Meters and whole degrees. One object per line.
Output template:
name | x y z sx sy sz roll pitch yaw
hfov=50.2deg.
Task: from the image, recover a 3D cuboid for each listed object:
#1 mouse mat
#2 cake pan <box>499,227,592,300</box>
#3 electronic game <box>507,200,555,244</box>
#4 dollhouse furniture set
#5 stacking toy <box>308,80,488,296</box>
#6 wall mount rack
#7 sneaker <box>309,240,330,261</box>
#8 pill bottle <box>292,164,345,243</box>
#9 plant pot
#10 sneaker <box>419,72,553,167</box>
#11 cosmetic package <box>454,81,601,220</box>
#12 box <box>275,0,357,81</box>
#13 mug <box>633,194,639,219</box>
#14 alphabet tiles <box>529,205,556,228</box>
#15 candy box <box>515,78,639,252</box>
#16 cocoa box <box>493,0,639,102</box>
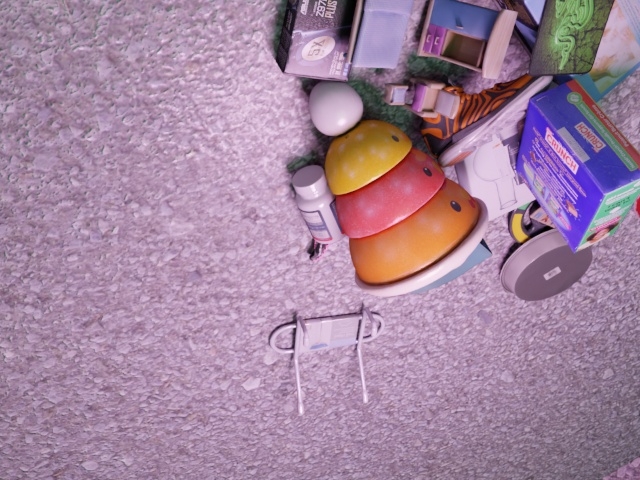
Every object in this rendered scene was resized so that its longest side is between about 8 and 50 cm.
mouse mat | 0.501 -0.417 1.363 0.152 0.007 0.190 -6 129 -12
cake pan | 0.679 0.080 2.031 0.293 0.054 0.293 -12 139 -11
electronic game | 0.636 -0.078 1.934 0.229 0.048 0.229 -10 128 -13
dollhouse furniture set | 0.194 -0.378 1.373 0.303 0.198 0.287 -7 119 -39
stacking toy | 0.125 -0.145 1.532 0.350 0.351 0.480 -33 109 6
wall mount rack | 0.034 0.340 1.970 0.349 0.130 0.304 -6 127 -15
sneaker | 0.000 0.000 1.766 0.057 0.047 0.119 31 108 -18
pill bottle | 0.000 -0.089 1.652 0.107 0.108 0.180 -26 130 -1
plant pot | 0.292 0.020 1.811 0.234 0.165 0.165 -40 129 18
sneaker | 0.345 -0.320 1.529 0.321 0.180 0.124 -37 166 31
cosmetic package | 0.531 -0.238 1.748 0.377 0.097 0.284 -26 133 -1
box | 0.000 -0.433 1.415 0.147 0.078 0.180 2 124 -21
mug | 1.028 -0.120 2.031 0.169 0.150 0.113 -2 162 -14
alphabet tiles | 0.718 -0.100 1.890 0.237 0.009 0.198 16 130 -39
candy box | 0.567 -0.157 1.518 0.122 0.268 0.317 -27 156 -1
cocoa box | 0.540 -0.506 1.462 0.231 0.228 0.347 -42 128 12
